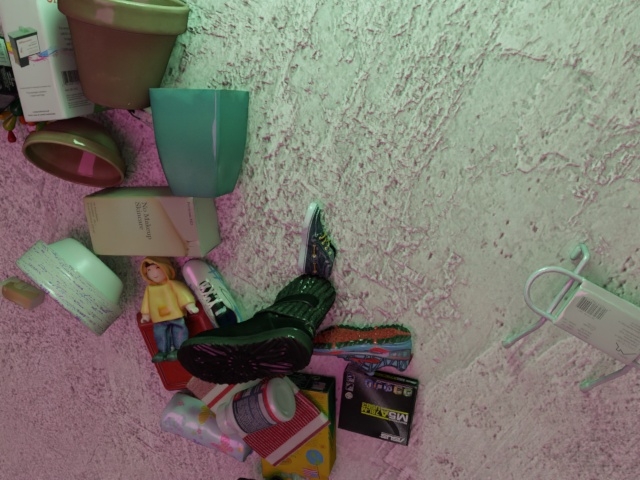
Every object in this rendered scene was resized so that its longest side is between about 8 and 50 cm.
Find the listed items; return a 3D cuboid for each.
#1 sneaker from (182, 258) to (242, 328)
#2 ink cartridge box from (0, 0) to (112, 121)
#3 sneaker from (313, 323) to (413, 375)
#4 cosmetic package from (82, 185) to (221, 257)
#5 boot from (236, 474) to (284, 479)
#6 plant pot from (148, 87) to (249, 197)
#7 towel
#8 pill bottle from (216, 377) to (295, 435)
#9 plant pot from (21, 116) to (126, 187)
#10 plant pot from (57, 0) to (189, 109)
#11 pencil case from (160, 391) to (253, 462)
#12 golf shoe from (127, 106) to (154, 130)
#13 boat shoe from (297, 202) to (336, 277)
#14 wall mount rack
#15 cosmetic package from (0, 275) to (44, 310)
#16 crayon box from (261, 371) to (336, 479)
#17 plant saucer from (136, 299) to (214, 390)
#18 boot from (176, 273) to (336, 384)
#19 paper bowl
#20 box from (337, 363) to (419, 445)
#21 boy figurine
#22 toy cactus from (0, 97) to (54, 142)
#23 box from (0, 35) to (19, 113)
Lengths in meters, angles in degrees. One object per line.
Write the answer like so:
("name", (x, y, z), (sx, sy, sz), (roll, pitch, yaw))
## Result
("sneaker", (-0.271, 0.148, 1.500), (0.085, 0.086, 0.237), (-34, 105, -12))
("ink cartridge box", (-0.591, -0.425, 1.331), (0.117, 0.201, 0.278), (0, 109, 17))
("sneaker", (0.095, 0.283, 1.436), (0.262, 0.104, 0.125), (-3, 111, 18))
("cosmetic package", (-0.420, -0.049, 1.469), (0.309, 0.113, 0.160), (0, 109, 18))
("boot", (-0.120, 0.745, 1.640), (0.161, 0.083, 0.246), (-15, 125, 32))
("plant pot", (-0.265, -0.219, 1.313), (0.165, 0.166, 0.234), (5, 105, 16))
("towel", (-0.163, 0.414, 1.515), (0.329, 0.037, 0.237), (44, 114, -3))
("pill bottle", (-0.162, 0.413, 1.436), (0.180, 0.108, 0.108), (-25, 100, 21))
("plant pot", (-0.586, -0.227, 1.427), (0.237, 0.237, 0.109), (2, 70, 16))
("plant pot", (-0.426, -0.413, 1.257), (0.263, 0.263, 0.229), (19, 117, 10))
("pencil case", (-0.313, 0.526, 1.647), (0.273, 0.113, 0.124), (17, 122, 11))
("golf shoe", (-0.408, -0.293, 1.389), (0.176, 0.086, 0.069), (35, 114, 1))
("boat shoe", (0.000, 0.000, 1.387), (0.083, 0.065, 0.183), (13, 119, 10))
("wall mount rack", (0.568, 0.190, 1.249), (0.350, 0.130, 0.304), (30, 112, 5))
("cosmetic package", (-0.876, 0.154, 1.713), (0.115, 0.060, 0.041), (24, 114, 6))
("crayon box", (-0.063, 0.509, 1.580), (0.202, 0.081, 0.318), (6, 110, 16))
("plant saucer", (-0.373, 0.304, 1.620), (0.258, 0.048, 0.259), (-12, 106, 21))
("boot", (-0.143, 0.207, 1.396), (0.348, 0.260, 0.131), (-8, 118, 17))
("paper bowl", (-0.632, 0.105, 1.526), (0.284, 0.284, 0.148), (42, 72, -1))
("box", (0.146, 0.422, 1.504), (0.191, 0.045, 0.184), (11, 110, 14))
("boy figurine", (-0.397, 0.168, 1.521), (0.177, 0.092, 0.285), (-6, 93, 24))
("toy cactus", (-0.733, -0.345, 1.471), (0.219, 0.112, 0.180), (-13, 95, 31))
("box", (-0.880, -0.374, 1.427), (0.270, 0.143, 0.165), (-21, 83, 34))
